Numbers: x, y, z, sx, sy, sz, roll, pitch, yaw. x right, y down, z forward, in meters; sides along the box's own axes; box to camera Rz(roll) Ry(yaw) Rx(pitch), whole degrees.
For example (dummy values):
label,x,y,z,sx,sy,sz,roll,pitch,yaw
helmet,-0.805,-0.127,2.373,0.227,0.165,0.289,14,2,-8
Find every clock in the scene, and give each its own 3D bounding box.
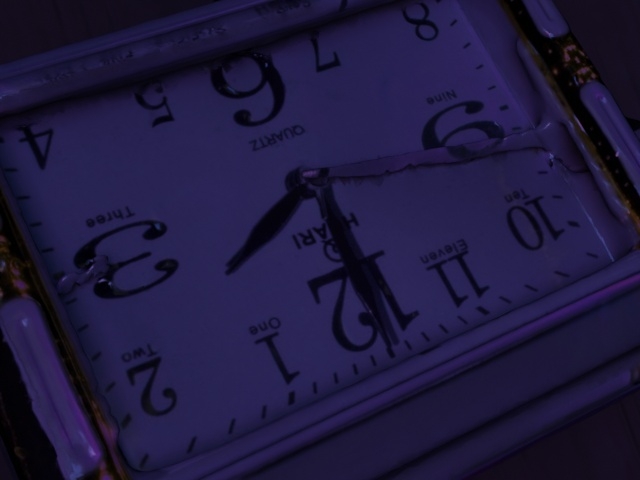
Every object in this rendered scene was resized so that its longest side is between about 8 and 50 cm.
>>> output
label,x,y,z,sx,sy,sz,roll,pitch,yaw
clock,0.000,0.000,0.378,0.253,0.083,0.186,-21,75,-22
